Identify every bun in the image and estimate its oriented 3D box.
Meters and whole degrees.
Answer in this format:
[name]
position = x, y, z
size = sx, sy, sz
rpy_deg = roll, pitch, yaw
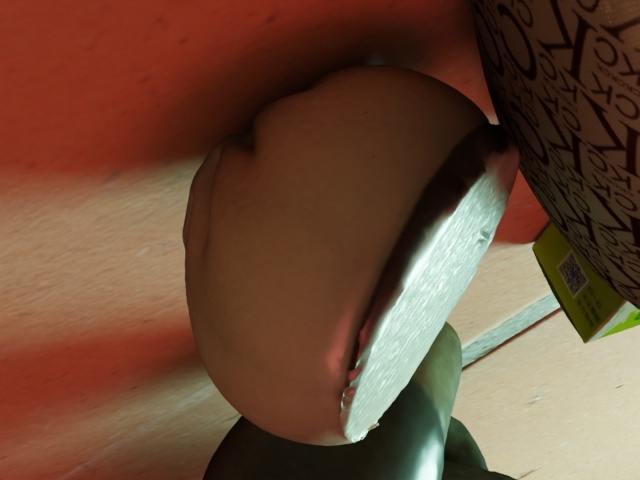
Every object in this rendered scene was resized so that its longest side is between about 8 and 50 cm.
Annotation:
[bun]
position = 0.000, 0.000, 0.829
size = 0.173, 0.120, 0.173
rpy_deg = -57, 165, -23

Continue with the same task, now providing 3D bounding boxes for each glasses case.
[glasses case]
position = 0.128, -0.061, 0.815
size = 0.085, 0.137, 0.354
rpy_deg = -33, 160, -2

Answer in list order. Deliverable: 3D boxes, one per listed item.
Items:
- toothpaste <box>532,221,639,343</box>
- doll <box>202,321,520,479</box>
[toothpaste]
position = 0.236, -0.053, 1.055
size = 0.110, 0.077, 0.327
rpy_deg = -14, 156, -26
[doll]
position = 0.078, 0.211, 1.202
size = 0.382, 0.252, 0.378
rpy_deg = -51, 159, -44
